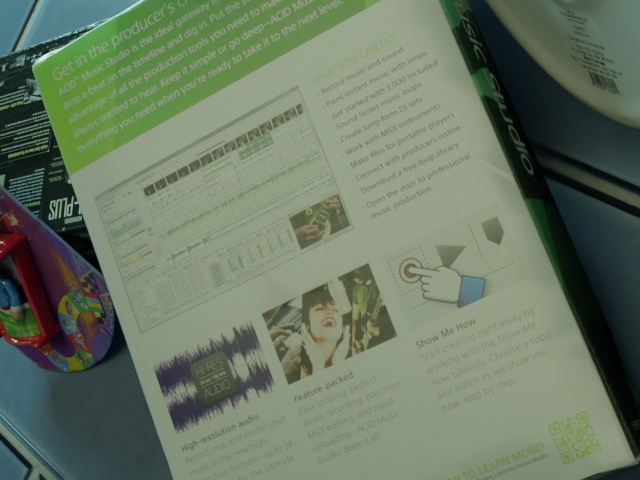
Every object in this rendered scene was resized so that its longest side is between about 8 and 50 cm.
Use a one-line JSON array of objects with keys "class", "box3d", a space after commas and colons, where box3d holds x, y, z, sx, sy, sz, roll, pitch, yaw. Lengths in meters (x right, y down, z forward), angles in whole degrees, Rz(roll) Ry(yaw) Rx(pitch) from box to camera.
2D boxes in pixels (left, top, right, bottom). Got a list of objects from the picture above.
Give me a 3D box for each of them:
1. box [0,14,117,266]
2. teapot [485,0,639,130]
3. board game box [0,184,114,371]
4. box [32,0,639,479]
[{"class": "box", "box3d": [-0.169, -0.061, 0.879, 0.180, 0.077, 0.147, -9, 69, 39]}, {"class": "teapot", "box3d": [0.167, -0.183, 0.551, 0.187, 0.252, 0.256, -34, 72, -7]}, {"class": "board game box", "box3d": [-0.216, 0.030, 0.844, 0.168, 0.033, 0.133, 42, 136, 2]}, {"class": "box", "box3d": [0.000, 0.000, 0.649, 0.232, 0.058, 0.322, -26, 78, 21]}]
